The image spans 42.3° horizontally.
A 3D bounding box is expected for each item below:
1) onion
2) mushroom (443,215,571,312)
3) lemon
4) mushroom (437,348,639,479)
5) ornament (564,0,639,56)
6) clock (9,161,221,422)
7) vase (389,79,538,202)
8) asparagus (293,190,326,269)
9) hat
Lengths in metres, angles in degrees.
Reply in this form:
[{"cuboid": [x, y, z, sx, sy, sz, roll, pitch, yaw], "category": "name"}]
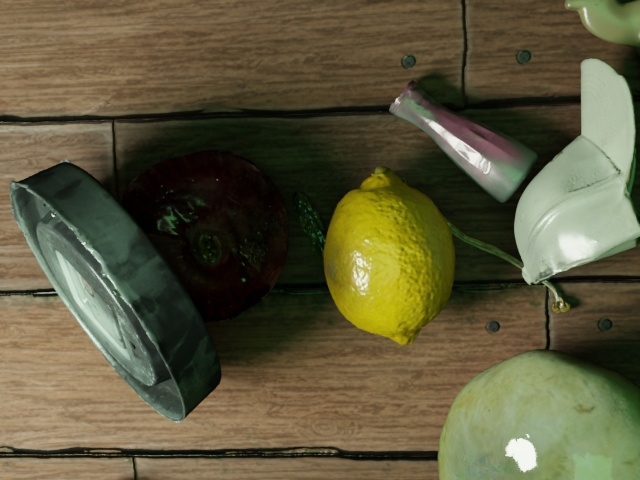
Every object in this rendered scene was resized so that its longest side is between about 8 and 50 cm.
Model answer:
[{"cuboid": [-0.164, -0.007, 1.162, 0.252, 0.219, 0.252, -1, 101, -4], "category": "onion"}, {"cuboid": [0.257, 0.018, 1.234, 0.286, 0.028, 0.026, 37, 141, 0], "category": "mushroom"}, {"cuboid": [0.095, 0.024, 1.163, 0.188, 0.188, 0.257, -10, 93, 5], "category": "lemon"}, {"cuboid": [0.323, 0.317, 1.129, 0.352, 0.260, 0.352, 10, 104, 45], "category": "mushroom"}, {"cuboid": [0.482, -0.292, 1.155, 0.244, 0.061, 0.230, -17, 94, 3], "category": "ornament"}, {"cuboid": [-0.276, 0.070, 1.115, 0.076, 0.386, 0.386, -37, 94, -24], "category": "clock"}, {"cuboid": [0.201, -0.148, 1.188, 0.214, 0.086, 0.086, 36, 98, 4], "category": "vase"}, {"cuboid": [0.000, 0.000, 1.244, 0.036, 0.030, 0.165, -22, 97, 31], "category": "asparagus"}, {"cuboid": [0.346, -0.092, 1.122, 0.168, 0.258, 0.302, -1, 85, 17], "category": "hat"}]
